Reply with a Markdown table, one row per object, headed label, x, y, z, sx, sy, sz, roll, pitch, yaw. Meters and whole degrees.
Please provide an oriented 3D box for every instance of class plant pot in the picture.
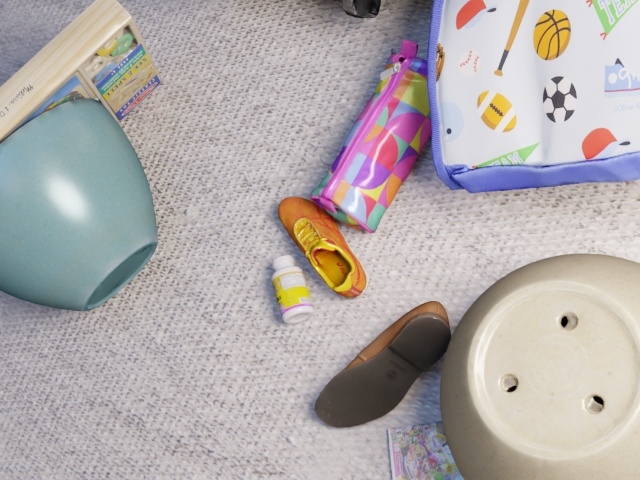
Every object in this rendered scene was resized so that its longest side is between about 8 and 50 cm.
| label | x | y | z | sx | sy | sz | roll | pitch | yaw |
| --- | --- | --- | --- | --- | --- | --- | --- | --- | --- |
| plant pot | -0.335 | -0.020 | 1.364 | 0.195 | 0.290 | 0.290 | 45 | 96 | 6 |

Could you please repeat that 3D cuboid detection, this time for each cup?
| label | x | y | z | sx | sy | sz | roll | pitch | yaw |
| --- | --- | --- | --- | --- | --- | --- | --- | --- | --- |
| cup | 0.260 | 0.149 | 1.026 | 0.331 | 0.237 | 0.331 | -7 | 71 | 20 |

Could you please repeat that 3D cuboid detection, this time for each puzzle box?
| label | x | y | z | sx | sy | sz | roll | pitch | yaw |
| --- | --- | --- | --- | --- | --- | --- | --- | --- | --- |
| puzzle box | -0.394 | -0.135 | 1.370 | 0.052 | 0.272 | 0.409 | 45 | 84 | 5 |

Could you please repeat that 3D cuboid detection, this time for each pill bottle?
| label | x | y | z | sx | sy | sz | roll | pitch | yaw |
| --- | --- | --- | --- | --- | --- | --- | --- | --- | --- |
| pill bottle | -0.038 | 0.063 | 1.309 | 0.043 | 0.043 | 0.083 | -25 | 65 | 17 |

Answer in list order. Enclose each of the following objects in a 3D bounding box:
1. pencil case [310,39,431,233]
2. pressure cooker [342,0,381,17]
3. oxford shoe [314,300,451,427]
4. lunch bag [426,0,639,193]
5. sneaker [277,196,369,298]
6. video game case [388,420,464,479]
| label | x | y | z | sx | sy | sz | roll | pitch | yaw |
| --- | --- | --- | --- | --- | --- | --- | --- | --- | --- |
| pencil case | 0.079 | -0.129 | 1.282 | 0.104 | 0.104 | 0.236 | 26 | 87 | 29 |
| pressure cooker | -0.005 | -0.511 | 1.289 | 0.420 | 0.370 | 0.376 | 5 | 53 | 26 |
| oxford shoe | 0.078 | 0.151 | 1.221 | 0.076 | 0.076 | 0.212 | 44 | 112 | -11 |
| lunch bag | 0.300 | -0.235 | 1.097 | 0.327 | 0.239 | 0.386 | -4 | 64 | 46 |
| sneaker | 0.000 | 0.000 | 1.298 | 0.064 | 0.067 | 0.175 | -47 | 60 | 8 |
| video game case | 0.141 | 0.256 | 1.184 | 0.122 | 0.011 | 0.087 | -12 | 69 | 21 |
